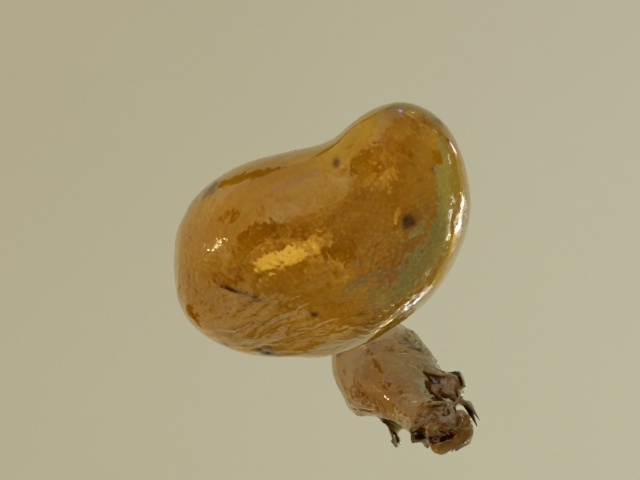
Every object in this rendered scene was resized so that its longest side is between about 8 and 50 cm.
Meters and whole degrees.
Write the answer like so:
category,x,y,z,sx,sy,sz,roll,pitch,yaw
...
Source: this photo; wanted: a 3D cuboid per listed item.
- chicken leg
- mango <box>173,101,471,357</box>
category,x,y,z,sx,sy,sz,roll,pitch,yaw
chicken leg,0.073,0.127,1.156,0.085,0.207,0.101,-33,-68,-7
mango,-0.002,0.004,0.962,0.157,0.109,0.262,40,-41,-14
